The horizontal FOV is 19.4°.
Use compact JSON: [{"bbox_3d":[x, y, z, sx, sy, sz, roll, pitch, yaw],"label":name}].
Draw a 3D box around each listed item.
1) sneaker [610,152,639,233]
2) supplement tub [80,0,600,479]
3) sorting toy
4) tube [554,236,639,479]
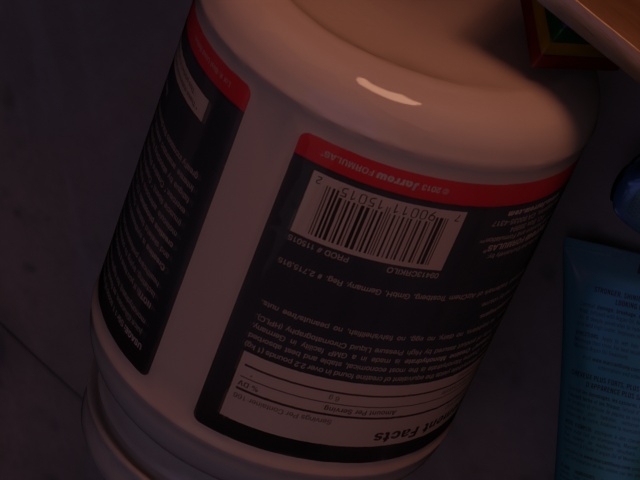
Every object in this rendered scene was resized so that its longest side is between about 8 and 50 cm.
[{"bbox_3d":[0.210,0.005,0.870,0.162,0.073,0.063,25,122,14],"label":"sneaker"},{"bbox_3d":[0.000,0.000,0.899,0.191,0.191,0.272,30,122,11],"label":"supplement tub"},{"bbox_3d":[0.138,-0.096,0.823,0.274,0.132,0.046,40,126,5],"label":"sorting toy"},{"bbox_3d":[0.152,0.103,0.962,0.080,0.052,0.207,10,112,16],"label":"tube"}]
